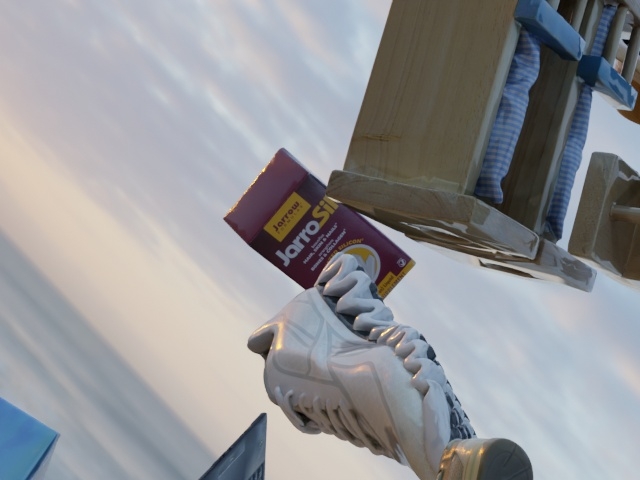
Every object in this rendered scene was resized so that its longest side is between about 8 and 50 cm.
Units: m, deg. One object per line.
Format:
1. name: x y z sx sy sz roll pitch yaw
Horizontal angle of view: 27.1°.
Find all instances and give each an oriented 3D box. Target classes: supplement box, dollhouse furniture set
1. supplement box: 0.000 0.000 1.459 0.188 0.104 0.081 39 3 -34
2. dollhouse furniture set: 0.126 -0.045 0.513 0.183 0.129 0.129 13 -6 34

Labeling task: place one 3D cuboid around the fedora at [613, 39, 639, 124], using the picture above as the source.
1. fedora: 0.391 -0.174 1.532 0.194 0.079 0.194 19 25 -9

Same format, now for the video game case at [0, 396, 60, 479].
1. video game case: -0.306 0.118 0.856 0.269 0.061 0.244 32 -33 1

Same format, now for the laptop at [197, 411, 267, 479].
1. laptop: -0.057 0.365 1.462 0.136 0.264 0.234 10 21 18

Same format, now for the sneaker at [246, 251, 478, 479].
1. sneaker: 0.027 0.110 0.978 0.110 0.118 0.292 63 -7 -23

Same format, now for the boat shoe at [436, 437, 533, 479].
1. boat shoe: 0.069 0.177 0.698 0.056 0.153 0.048 27 -21 -32
